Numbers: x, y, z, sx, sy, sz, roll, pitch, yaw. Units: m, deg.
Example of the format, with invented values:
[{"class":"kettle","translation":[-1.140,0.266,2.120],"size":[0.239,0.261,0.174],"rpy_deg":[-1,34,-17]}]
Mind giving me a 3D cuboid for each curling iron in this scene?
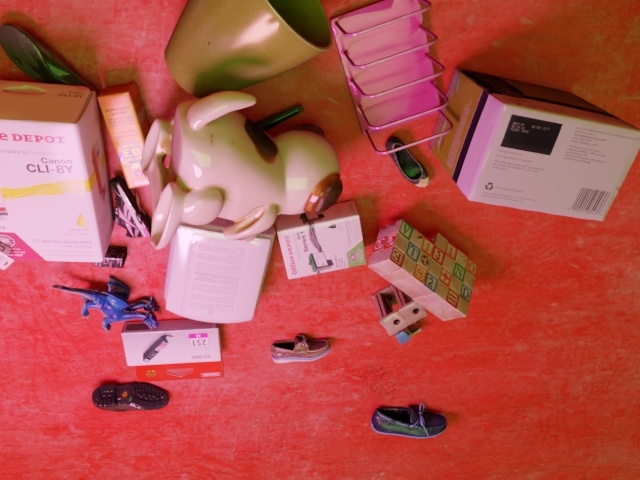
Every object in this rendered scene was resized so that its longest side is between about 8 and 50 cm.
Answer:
[{"class":"curling iron","translation":[-0.161,-0.255,1.395],"size":[0.273,0.035,0.068],"rpy_deg":[-31,129,10]}]

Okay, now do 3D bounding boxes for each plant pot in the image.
[{"class":"plant pot","translation":[-0.173,-0.426,1.181],"size":[0.293,0.275,0.275],"rpy_deg":[-29,121,28]}]

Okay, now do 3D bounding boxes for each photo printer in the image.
[{"class":"photo printer","translation":[-0.270,0.081,1.497],"size":[0.255,0.107,0.308],"rpy_deg":[8,120,-12]}]

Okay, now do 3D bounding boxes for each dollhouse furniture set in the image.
[{"class":"dollhouse furniture set","translation":[0.258,0.226,1.677],"size":[0.128,0.129,0.184],"rpy_deg":[-31,118,11]}]

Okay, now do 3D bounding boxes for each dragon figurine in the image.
[{"class":"dragon figurine","translation":[-0.569,0.158,1.559],"size":[0.144,0.085,0.289],"rpy_deg":[-35,123,12]}]

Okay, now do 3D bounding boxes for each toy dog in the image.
[{"class":"toy dog","translation":[-0.152,-0.172,1.278],"size":[0.407,0.285,0.396],"rpy_deg":[4,134,-33]}]

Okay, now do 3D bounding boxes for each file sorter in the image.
[{"class":"file sorter","translation":[0.167,-0.368,1.281],"size":[0.201,0.182,0.291],"rpy_deg":[-18,121,4]}]

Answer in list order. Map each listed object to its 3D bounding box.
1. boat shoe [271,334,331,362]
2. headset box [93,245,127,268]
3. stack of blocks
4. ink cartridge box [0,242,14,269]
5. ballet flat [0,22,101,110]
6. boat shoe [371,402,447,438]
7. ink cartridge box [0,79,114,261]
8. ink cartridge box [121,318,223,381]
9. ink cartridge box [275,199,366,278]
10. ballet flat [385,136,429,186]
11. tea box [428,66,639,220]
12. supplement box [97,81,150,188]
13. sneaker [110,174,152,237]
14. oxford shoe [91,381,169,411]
[{"class":"boat shoe","translation":[-0.061,0.324,1.734],"size":[0.183,0.066,0.066],"rpy_deg":[-12,120,0]},{"class":"headset box","translation":[-0.555,0.042,1.507],"size":[0.083,0.062,0.032],"rpy_deg":[6,119,-10]},{"class":"stack of blocks","translation":[0.283,0.068,1.553],"size":[0.297,0.171,0.087],"rpy_deg":[35,147,-23]},{"class":"ink cartridge box","translation":[-0.743,0.026,1.309],"size":[0.048,0.028,0.083],"rpy_deg":[-33,125,24]},{"class":"ballet flat","translation":[-0.587,-0.378,1.264],"size":[0.249,0.058,0.084],"rpy_deg":[40,127,-20]},{"class":"boat shoe","translation":[0.302,0.604,1.924],"size":[0.258,0.109,0.089],"rpy_deg":[-1,117,-9]},{"class":"ink cartridge box","translation":[-0.641,-0.144,1.295],"size":[0.278,0.161,0.385],"rpy_deg":[2,130,-7]},{"class":"ink cartridge box","translation":[-0.431,0.343,1.706],"size":[0.274,0.060,0.239],"rpy_deg":[-2,120,-6]},{"class":"ink cartridge box","translation":[0.000,0.000,1.532],"size":[0.219,0.093,0.160],"rpy_deg":[-12,121,0]},{"class":"ballet flat","translation":[0.222,-0.194,1.468],"size":[0.057,0.049,0.173],"rpy_deg":[-38,118,16]},{"class":"tea box","translation":[0.470,-0.228,1.318],"size":[0.328,0.324,0.220],"rpy_deg":[9,119,-11]},{"class":"supplement box","translation":[-0.439,-0.241,1.344],"size":[0.077,0.080,0.234],"rpy_deg":[-9,124,1]},{"class":"sneaker","translation":[-0.490,-0.073,1.443],"size":[0.077,0.072,0.178],"rpy_deg":[-15,120,4]},{"class":"oxford shoe","translation":[-0.584,0.489,1.774],"size":[0.227,0.083,0.096],"rpy_deg":[10,145,-16]}]
